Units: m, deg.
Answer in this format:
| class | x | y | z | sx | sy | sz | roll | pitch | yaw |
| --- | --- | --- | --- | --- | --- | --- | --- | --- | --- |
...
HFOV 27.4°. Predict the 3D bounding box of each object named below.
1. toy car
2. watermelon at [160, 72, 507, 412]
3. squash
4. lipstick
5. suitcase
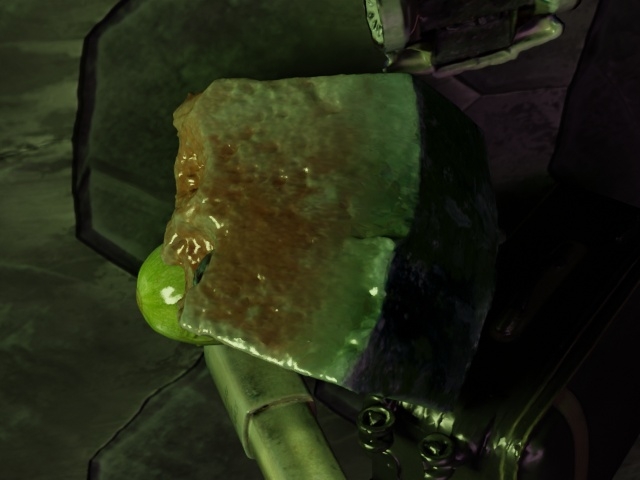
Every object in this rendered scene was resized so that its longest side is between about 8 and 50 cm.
| class | x | y | z | sx | sy | sz | roll | pitch | yaw |
| --- | --- | --- | --- | --- | --- | --- | --- | --- | --- |
| toy car | 0.100 | -0.259 | 1.040 | 0.172 | 0.158 | 0.235 | -16 | 132 | -11 |
| watermelon | 0.007 | -0.003 | 1.059 | 0.302 | 0.264 | 0.151 | 9 | 164 | 1 |
| squash | 0.006 | 0.025 | 1.257 | 0.371 | 0.118 | 0.118 | -9 | 130 | -21 |
| lipstick | -0.041 | 0.176 | 1.264 | 0.077 | 0.253 | 0.079 | -13 | 129 | -15 |
| suitcase | 0.206 | 0.145 | 1.276 | 0.434 | 0.194 | 0.283 | -45 | 145 | -40 |
